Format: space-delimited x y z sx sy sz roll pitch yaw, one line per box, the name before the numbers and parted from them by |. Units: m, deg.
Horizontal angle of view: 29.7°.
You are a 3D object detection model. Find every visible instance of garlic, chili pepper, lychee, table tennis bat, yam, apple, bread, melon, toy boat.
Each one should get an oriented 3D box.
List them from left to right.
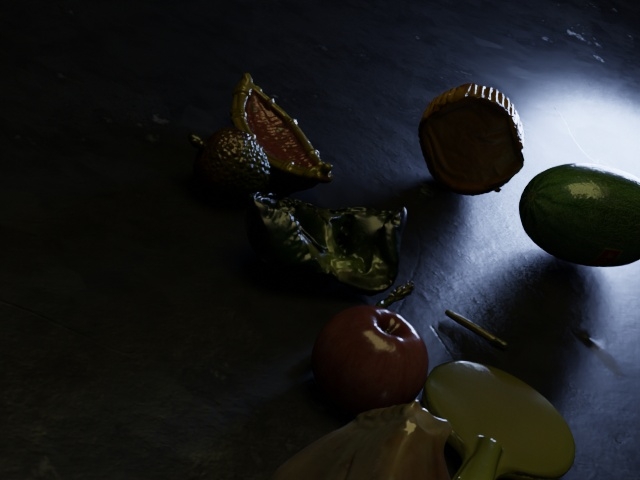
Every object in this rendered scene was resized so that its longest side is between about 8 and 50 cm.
lychee | -0.145 -0.121 1.881 0.146 0.114 0.114 34 26 -21
toy boat | -0.070 -0.165 2.015 0.141 0.099 0.318 4 32 -35
chili pepper | -0.007 0.001 1.789 0.265 0.116 0.148 12 70 -29
apple | 0.067 0.154 1.576 0.153 0.120 0.153 17 30 -10
garlic | 0.058 0.362 1.205 0.340 0.231 0.246 65 28 -3
bread | 0.272 -0.185 2.170 0.199 0.199 0.104 22 30 -1
yam | 0.235 0.134 1.822 0.107 0.014 0.014 30 31 11
table tennis bat | 0.222 0.267 1.575 0.224 0.054 0.368 28 26 6
melon | 0.481 -0.042 2.098 0.288 0.182 0.182 9 33 -18

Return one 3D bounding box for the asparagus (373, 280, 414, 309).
asparagus | 0.068 0.109 1.732 0.025 0.024 0.248 12 26 32
